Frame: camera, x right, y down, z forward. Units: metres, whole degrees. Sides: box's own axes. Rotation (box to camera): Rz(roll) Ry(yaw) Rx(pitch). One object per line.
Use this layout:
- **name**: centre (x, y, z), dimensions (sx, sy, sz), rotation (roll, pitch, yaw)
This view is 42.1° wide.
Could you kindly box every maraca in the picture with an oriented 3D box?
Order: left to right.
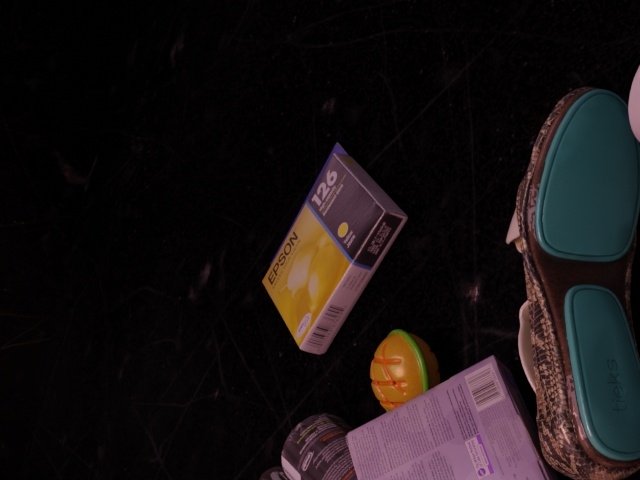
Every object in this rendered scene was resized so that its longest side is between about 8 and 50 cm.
- **maraca**: centre (0.126, 0.221, 1.258), dimensions (0.127, 0.099, 0.185), rotation (-129, 36, -54)

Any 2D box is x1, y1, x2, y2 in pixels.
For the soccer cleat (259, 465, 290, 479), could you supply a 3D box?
- **soccer cleat**: centre (-0.021, 0.507, 1.361), dimensions (0.093, 0.121, 0.289), rotation (-26, 65, 4)

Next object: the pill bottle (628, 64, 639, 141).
- **pill bottle**: centre (0.470, -0.129, 0.848), dimensions (0.283, 0.161, 0.161), rotation (33, 103, 55)

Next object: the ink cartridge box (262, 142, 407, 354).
- **ink cartridge box**: centre (0.000, 0.000, 1.557), dimensions (0.303, 0.072, 0.307), rotation (-61, 38, 19)

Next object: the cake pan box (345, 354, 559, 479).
- **cake pan box**: centre (0.172, 0.310, 1.074), dimensions (0.246, 0.070, 0.267), rotation (-32, 47, 16)

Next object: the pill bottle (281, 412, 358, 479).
- **pill bottle**: centre (0.050, 0.372, 1.264), dimensions (0.246, 0.130, 0.130), rotation (28, 100, 56)

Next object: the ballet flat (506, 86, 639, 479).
- **ballet flat**: centre (0.305, 0.053, 1.036), dimensions (0.182, 0.164, 0.483), rotation (137, 138, -66)
